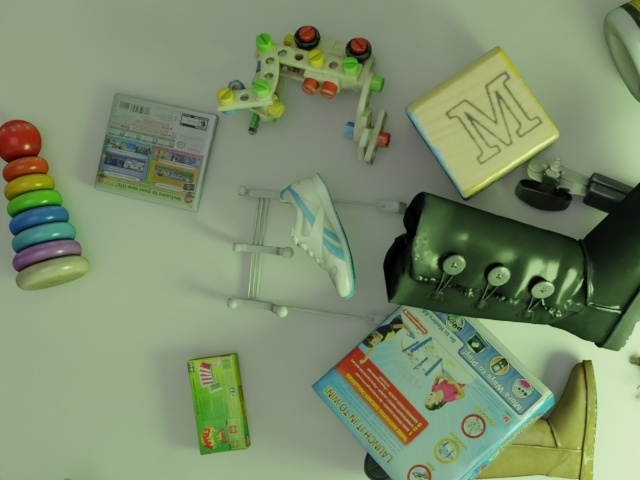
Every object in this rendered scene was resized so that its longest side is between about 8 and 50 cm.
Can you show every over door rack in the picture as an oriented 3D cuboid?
[{"bbox_3d":[-0.010,0.027,1.954,0.324,0.108,0.240,6,91,8],"label":"over door rack"}]

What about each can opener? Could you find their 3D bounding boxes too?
[{"bbox_3d":[0.500,-0.078,1.909,0.280,0.074,0.093,19,130,9],"label":"can opener"}]

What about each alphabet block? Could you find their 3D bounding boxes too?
[{"bbox_3d":[0.287,-0.203,1.873,0.197,0.192,0.193,-34,87,8],"label":"alphabet block"}]

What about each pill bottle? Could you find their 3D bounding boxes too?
[{"bbox_3d":[0.682,-0.381,1.818,0.334,0.188,0.188,-25,86,7],"label":"pill bottle"}]

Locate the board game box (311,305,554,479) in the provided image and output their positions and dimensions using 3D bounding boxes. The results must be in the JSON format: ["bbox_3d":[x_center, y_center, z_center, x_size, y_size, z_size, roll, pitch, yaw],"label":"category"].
[{"bbox_3d":[0.198,0.275,1.860,0.302,0.086,0.308,-42,65,-4],"label":"board game box"}]

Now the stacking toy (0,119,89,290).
[{"bbox_3d":[-0.556,-0.077,2.024,0.141,0.141,0.330,-18,83,8],"label":"stacking toy"}]

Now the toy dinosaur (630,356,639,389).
[{"bbox_3d":[0.640,0.271,1.886,0.183,0.053,0.093,23,91,8],"label":"toy dinosaur"}]

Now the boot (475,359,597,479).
[{"bbox_3d":[0.362,0.328,1.908,0.269,0.089,0.236,2,89,9],"label":"boot"}]

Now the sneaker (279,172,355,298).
[{"bbox_3d":[0.000,0.000,1.874,0.092,0.087,0.229,-21,85,1],"label":"sneaker"}]

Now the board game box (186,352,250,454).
[{"bbox_3d":[-0.194,0.312,2.008,0.092,0.043,0.181,-9,88,8],"label":"board game box"}]

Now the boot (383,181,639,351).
[{"bbox_3d":[0.365,-0.012,1.786,0.445,0.146,0.367,15,113,-6],"label":"boot"}]

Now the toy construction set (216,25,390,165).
[{"bbox_3d":[-0.010,-0.276,1.934,0.327,0.151,0.215,22,67,0],"label":"toy construction set"}]

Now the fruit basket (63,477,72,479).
[{"bbox_3d":[-0.526,0.672,1.994,0.353,0.165,0.327,-32,85,10],"label":"fruit basket"}]

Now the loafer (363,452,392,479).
[{"bbox_3d":[0.170,0.333,1.946,0.096,0.084,0.267,26,78,32],"label":"loafer"}]

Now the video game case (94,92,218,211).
[{"bbox_3d":[-0.320,-0.171,2.042,0.212,0.023,0.193,13,91,7],"label":"video game case"}]

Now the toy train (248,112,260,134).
[{"bbox_3d":[-0.123,-0.243,2.014,0.017,0.024,0.083,15,91,8],"label":"toy train"}]
